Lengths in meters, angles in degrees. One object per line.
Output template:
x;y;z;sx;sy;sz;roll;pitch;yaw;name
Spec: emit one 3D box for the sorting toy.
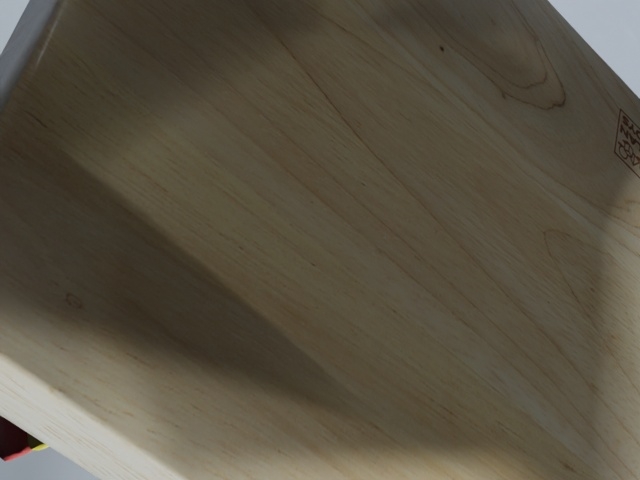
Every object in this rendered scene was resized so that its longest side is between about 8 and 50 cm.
0.000;0.000;0.457;0.089;0.255;0.257;-24;128;40;sorting toy
